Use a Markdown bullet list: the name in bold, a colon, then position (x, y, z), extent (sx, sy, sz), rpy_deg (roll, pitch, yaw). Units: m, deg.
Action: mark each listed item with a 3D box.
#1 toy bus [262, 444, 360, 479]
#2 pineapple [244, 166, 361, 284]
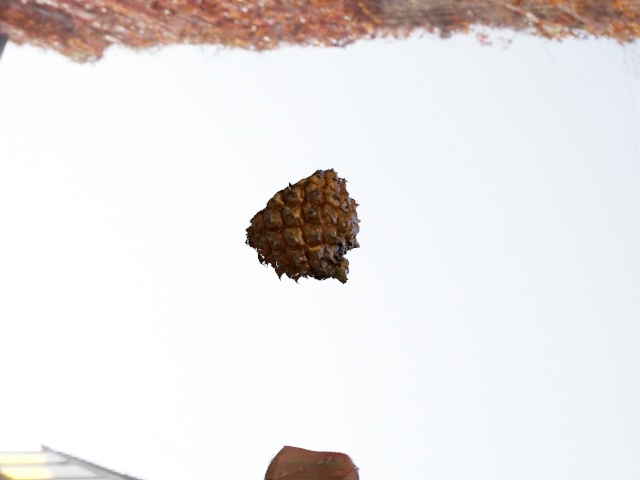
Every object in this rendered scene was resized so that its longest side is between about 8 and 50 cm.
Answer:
- **toy bus**: position (-0.012, 0.415, 1.277), extent (0.128, 0.147, 0.302), rpy_deg (1, -63, 1)
- **pineapple**: position (-0.002, 0.002, 1.336), extent (0.161, 0.176, 0.137), rpy_deg (-42, -105, 12)
